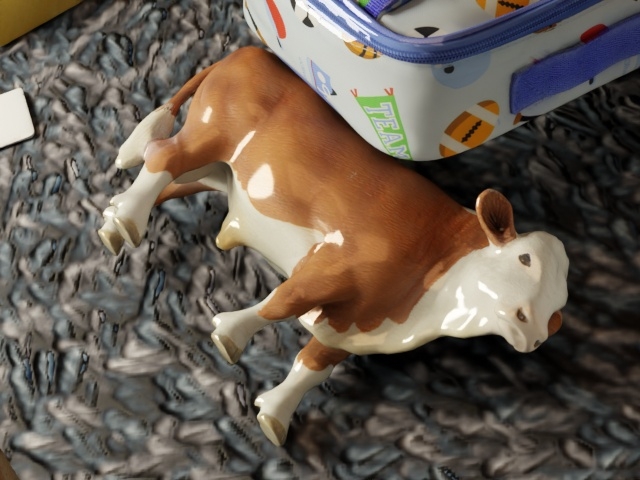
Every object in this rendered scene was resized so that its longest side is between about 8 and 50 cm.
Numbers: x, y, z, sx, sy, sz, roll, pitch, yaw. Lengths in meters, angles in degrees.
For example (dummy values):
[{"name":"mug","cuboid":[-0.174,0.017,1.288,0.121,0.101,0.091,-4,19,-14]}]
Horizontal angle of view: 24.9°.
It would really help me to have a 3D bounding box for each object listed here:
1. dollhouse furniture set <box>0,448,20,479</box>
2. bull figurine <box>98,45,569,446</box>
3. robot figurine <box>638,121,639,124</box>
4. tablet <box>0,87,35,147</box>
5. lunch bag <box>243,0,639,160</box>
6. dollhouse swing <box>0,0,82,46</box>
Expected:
[{"name":"dollhouse furniture set","cuboid":[-0.183,0.213,0.696,0.259,0.135,0.262,-3,50,9]},{"name":"bull figurine","cuboid":[0.000,0.000,0.862,0.188,0.101,0.310,-35,53,-15]},{"name":"robot figurine","cuboid":[0.335,-0.096,0.849,0.291,0.085,0.211,-18,35,14]},{"name":"tablet","cuboid":[-0.250,-0.080,1.043,0.083,0.006,0.054,-19,49,-6]},{"name":"lunch bag","cuboid":[0.116,-0.178,0.877,0.303,0.115,0.243,-27,46,-20]},{"name":"dollhouse swing","cuboid":[-0.364,-0.323,1.100,0.305,0.315,0.347,-18,46,-31]}]
